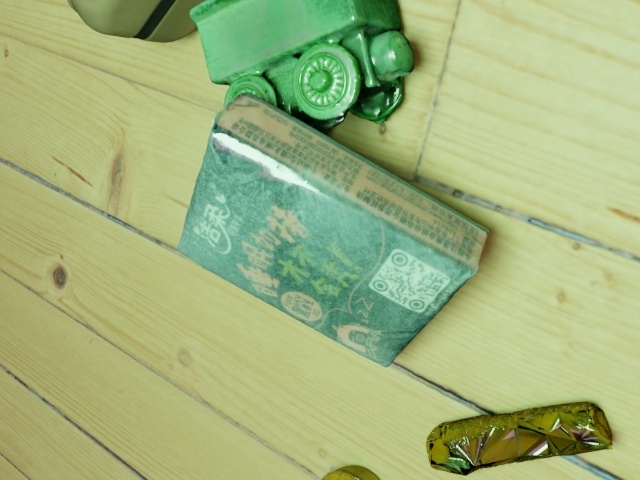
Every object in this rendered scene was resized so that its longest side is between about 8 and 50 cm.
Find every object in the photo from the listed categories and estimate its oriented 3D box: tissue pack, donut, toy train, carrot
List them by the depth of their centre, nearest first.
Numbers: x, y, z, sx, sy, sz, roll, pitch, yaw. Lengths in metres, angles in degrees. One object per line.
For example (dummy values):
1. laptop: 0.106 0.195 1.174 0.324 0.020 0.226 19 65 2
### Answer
1. tissue pack: 0.000 0.000 0.738 0.315 0.103 0.228 30 135 -1
2. carrot: 0.230 0.237 0.757 0.228 0.069 0.069 -24 88 35
3. toy train: -0.019 -0.221 0.761 0.266 0.145 0.202 -11 93 36
4. donut: 0.049 0.372 0.924 0.108 0.043 0.097 -25 88 37

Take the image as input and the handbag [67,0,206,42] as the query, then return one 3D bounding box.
1. handbag: -0.212 -0.385 0.766 0.302 0.283 0.149 -35 79 35
